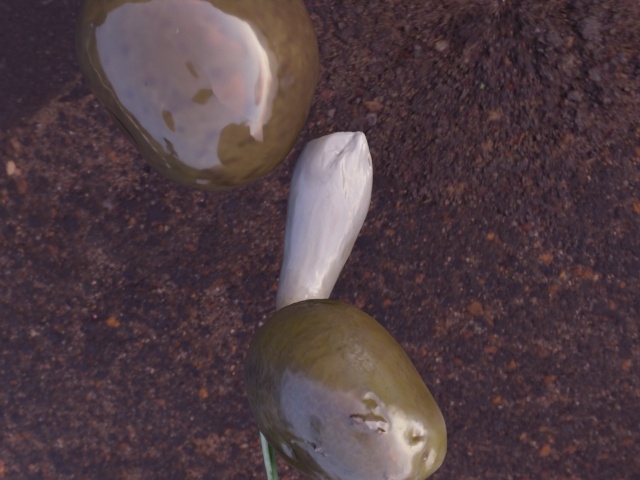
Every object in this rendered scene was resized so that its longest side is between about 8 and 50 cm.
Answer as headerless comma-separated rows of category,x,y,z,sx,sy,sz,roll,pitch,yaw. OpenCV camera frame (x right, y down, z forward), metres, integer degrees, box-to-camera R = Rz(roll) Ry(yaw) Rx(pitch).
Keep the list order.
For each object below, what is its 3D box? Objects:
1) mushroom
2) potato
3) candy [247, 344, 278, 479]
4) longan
mushroom,0.000,0.000,0.763,0.103,0.118,0.270,11,84,7
potato,0.018,0.142,0.558,0.178,0.235,0.160,21,95,-32
candy,-0.086,0.389,1.061,0.119,0.440,0.119,-8,149,-5
longan,-0.122,-0.178,0.610,0.246,0.215,0.246,0,85,0
